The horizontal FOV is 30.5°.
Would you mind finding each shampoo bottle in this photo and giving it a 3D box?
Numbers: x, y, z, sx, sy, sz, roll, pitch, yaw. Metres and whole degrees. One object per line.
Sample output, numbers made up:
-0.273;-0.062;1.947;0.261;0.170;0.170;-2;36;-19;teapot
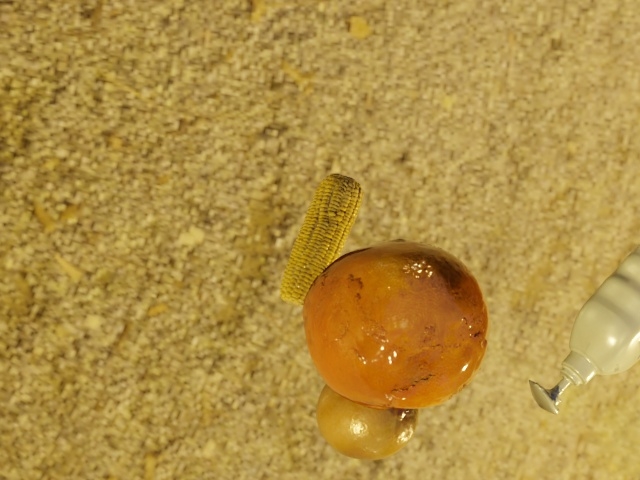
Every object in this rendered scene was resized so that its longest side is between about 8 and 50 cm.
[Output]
0.196;0.056;0.771;0.152;0.045;0.077;-47;151;-10;shampoo bottle

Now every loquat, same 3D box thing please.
0.069;0.238;1.655;0.163;0.163;0.137;-24;97;-40;loquat

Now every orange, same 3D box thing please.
0.099;0.109;1.511;0.240;0.240;0.239;-16;112;-43;orange

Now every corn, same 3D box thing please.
0.000;0.000;1.630;0.072;0.072;0.203;40;66;-45;corn
